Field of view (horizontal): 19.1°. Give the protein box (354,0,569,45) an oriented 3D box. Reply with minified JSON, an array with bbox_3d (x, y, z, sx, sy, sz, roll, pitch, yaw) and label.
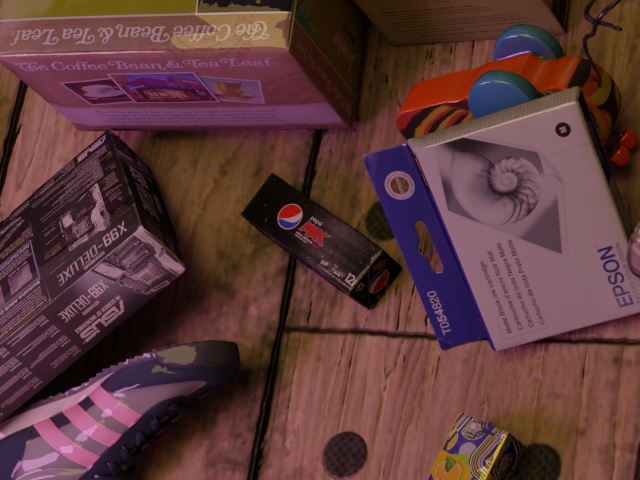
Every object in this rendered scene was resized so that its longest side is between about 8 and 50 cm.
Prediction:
[{"bbox_3d":[0.132,-0.306,1.925,0.200,0.201,0.136,-1,68,26],"label":"protein box"}]

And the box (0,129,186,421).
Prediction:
[{"bbox_3d":[-0.296,0.047,2.002,0.307,0.076,0.242,-39,30,6],"label":"box"}]

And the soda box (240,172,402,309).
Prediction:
[{"bbox_3d":[0.000,0.000,1.945,0.169,0.053,0.060,36,86,33],"label":"soda box"}]

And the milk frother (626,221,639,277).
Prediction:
[{"bbox_3d":[0.340,0.063,1.707,0.143,0.129,0.135,-52,44,6],"label":"milk frother"}]

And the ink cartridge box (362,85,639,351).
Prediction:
[{"bbox_3d":[0.174,-0.009,1.783,0.224,0.223,0.045,-17,19,21],"label":"ink cartridge box"}]

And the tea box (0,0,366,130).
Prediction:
[{"bbox_3d":[-0.132,-0.298,2.000,0.329,0.220,0.323,2,72,20],"label":"tea box"}]

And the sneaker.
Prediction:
[{"bbox_3d":[-0.206,0.205,1.937,0.319,0.112,0.131,-26,68,22],"label":"sneaker"}]

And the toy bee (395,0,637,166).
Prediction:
[{"bbox_3d":[0.218,-0.120,1.837,0.195,0.162,0.298,-50,20,-21],"label":"toy bee"}]

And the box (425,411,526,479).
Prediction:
[{"bbox_3d":[0.125,0.250,1.772,0.059,0.054,0.169,21,80,32],"label":"box"}]
